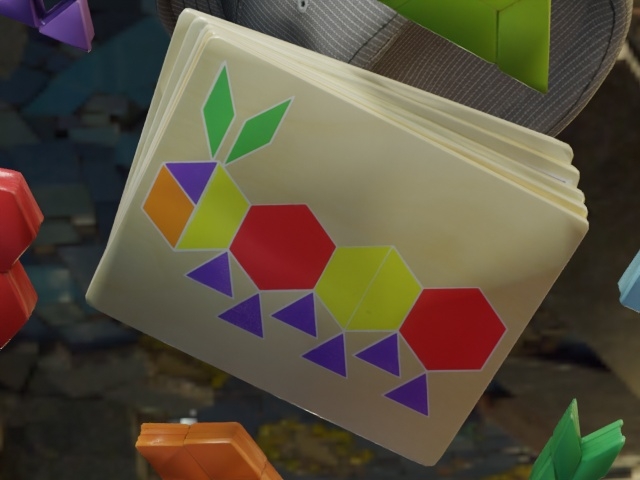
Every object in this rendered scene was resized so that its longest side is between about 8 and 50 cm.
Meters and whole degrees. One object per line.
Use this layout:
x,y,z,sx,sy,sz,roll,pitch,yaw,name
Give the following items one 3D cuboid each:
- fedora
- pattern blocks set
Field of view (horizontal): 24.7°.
0.053,-0.110,0.739,0.275,0.243,0.124,-35,48,29,fedora
0.000,0.000,0.601,0.285,0.325,0.026,-52,10,24,pattern blocks set
